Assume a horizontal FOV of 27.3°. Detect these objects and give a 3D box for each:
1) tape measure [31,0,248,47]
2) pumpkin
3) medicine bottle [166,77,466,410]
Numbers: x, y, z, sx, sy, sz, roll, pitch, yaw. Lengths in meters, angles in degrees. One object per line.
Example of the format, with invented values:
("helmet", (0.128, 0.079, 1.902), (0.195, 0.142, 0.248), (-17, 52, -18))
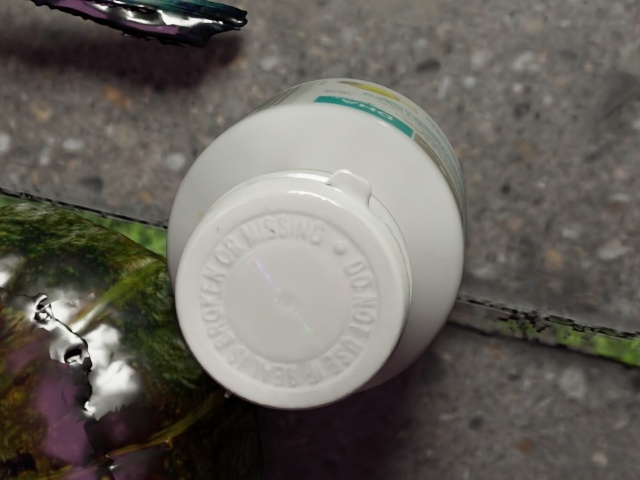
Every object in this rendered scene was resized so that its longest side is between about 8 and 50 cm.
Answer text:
("tape measure", (-0.200, -0.221, 0.652), (0.351, 0.098, 0.215), (9, 105, 3))
("pumpkin", (-0.143, 0.100, 0.668), (0.237, 0.159, 0.238), (14, 124, 23))
("medicine bottle", (0.000, 0.000, 0.612), (0.135, 0.215, 0.135), (1, 102, 6))
